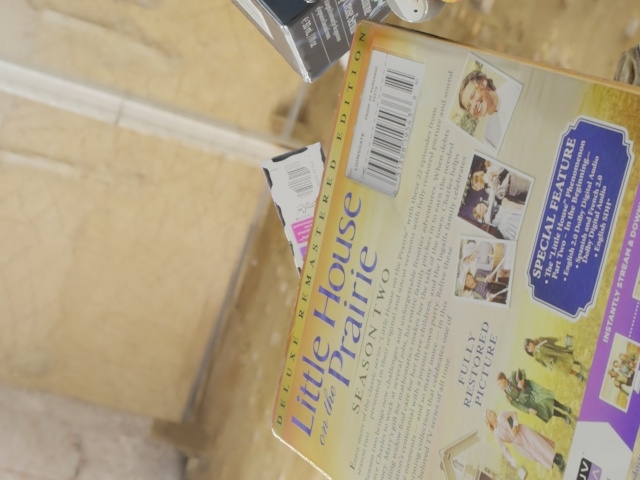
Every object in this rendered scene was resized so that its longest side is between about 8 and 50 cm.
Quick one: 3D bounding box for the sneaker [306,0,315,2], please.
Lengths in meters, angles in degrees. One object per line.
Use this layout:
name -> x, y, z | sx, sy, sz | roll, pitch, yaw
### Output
sneaker -> 0.021, -0.241, 1.097 | 0.234, 0.078, 0.106 | 164, -58, -71

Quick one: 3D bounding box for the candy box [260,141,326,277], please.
candy box -> 0.000, 0.000, 1.570 | 0.165, 0.070, 0.196 | 80, -9, -88

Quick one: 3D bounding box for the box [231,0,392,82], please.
box -> 0.049, -0.445, 1.922 | 0.395, 0.212, 0.293 | -42, 170, 0

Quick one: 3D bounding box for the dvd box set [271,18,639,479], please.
dvd box set -> 0.117, 0.051, 0.828 | 0.420, 0.062, 0.307 | 27, -72, 57

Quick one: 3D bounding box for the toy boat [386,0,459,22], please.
toy boat -> 0.119, -0.391, 1.464 | 0.148, 0.268, 0.318 | -15, -107, 53

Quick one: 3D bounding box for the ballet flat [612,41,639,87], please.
ballet flat -> 0.342, -0.099, 1.457 | 0.342, 0.116, 0.124 | -85, -160, -62
